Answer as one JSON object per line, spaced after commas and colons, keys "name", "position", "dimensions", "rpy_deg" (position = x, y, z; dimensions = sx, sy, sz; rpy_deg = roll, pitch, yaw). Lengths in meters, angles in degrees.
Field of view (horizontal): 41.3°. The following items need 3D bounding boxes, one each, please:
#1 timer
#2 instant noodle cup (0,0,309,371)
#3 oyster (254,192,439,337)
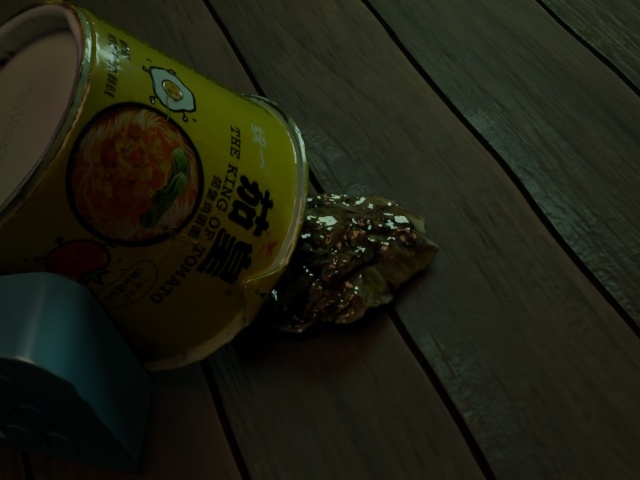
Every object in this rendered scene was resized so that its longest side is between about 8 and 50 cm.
{"name": "timer", "position": [-0.302, 0.132, 0.777], "dimensions": [0.250, 0.231, 0.091], "rpy_deg": [-3, 53, 11]}
{"name": "instant noodle cup", "position": [-0.210, -0.061, 0.824], "dimensions": [0.326, 0.254, 0.325], "rpy_deg": [-19, 56, 31]}
{"name": "oyster", "position": [0.000, 0.000, 0.920], "dimensions": [0.223, 0.083, 0.214], "rpy_deg": [-32, 54, -22]}
